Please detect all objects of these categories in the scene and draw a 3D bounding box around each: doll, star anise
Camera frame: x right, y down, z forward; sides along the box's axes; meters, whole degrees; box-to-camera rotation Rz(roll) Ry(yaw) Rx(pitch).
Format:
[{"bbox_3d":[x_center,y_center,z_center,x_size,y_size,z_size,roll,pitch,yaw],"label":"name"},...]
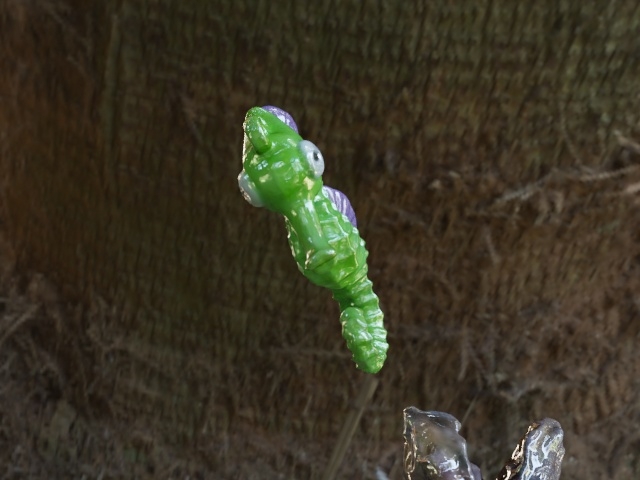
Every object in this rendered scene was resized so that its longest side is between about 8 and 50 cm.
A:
[{"bbox_3d":[0.000,0.000,0.655,0.050,0.190,0.115,-21,34,12],"label":"doll"},{"bbox_3d":[0.096,0.184,0.650,0.212,0.073,0.197,-19,64,-8],"label":"star anise"}]
